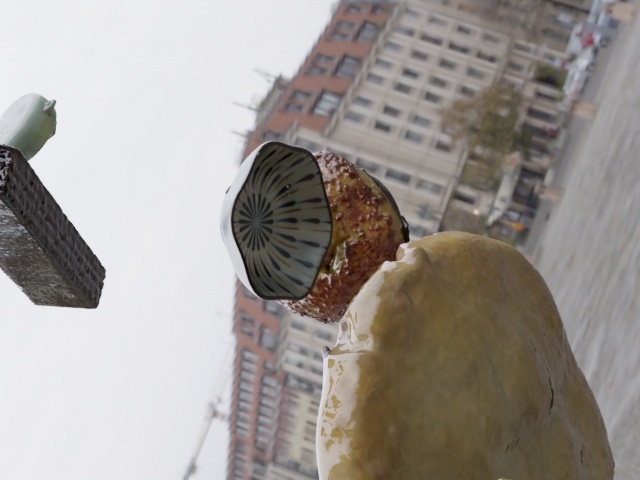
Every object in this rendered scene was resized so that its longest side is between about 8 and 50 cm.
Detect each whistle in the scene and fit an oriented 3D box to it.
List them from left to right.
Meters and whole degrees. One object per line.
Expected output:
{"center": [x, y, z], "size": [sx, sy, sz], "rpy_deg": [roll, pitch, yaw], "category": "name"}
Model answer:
{"center": [-0.501, -0.147, 1.645], "size": [0.258, 0.067, 0.126], "rpy_deg": [-30, 38, 23], "category": "whistle"}

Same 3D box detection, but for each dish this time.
{"center": [-0.064, -0.021, 1.184], "size": [0.190, 0.066, 0.191], "rpy_deg": [-3, -87, -55], "category": "dish"}

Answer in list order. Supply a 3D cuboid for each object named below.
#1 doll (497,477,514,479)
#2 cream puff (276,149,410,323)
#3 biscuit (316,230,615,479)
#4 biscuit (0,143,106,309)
{"center": [0.114, 0.203, 0.622], "size": [0.209, 0.137, 0.097], "rpy_deg": [56, -141, -48], "category": "doll"}
{"center": [0.001, 0.000, 1.366], "size": [0.164, 0.240, 0.240], "rpy_deg": [-15, -52, -50], "category": "cream puff"}
{"center": [0.162, 0.207, 1.026], "size": [0.429, 0.104, 0.446], "rpy_deg": [-34, -71, -44], "category": "biscuit"}
{"center": [-0.398, -0.009, 1.403], "size": [0.388, 0.107, 0.073], "rpy_deg": [76, -161, -63], "category": "biscuit"}
